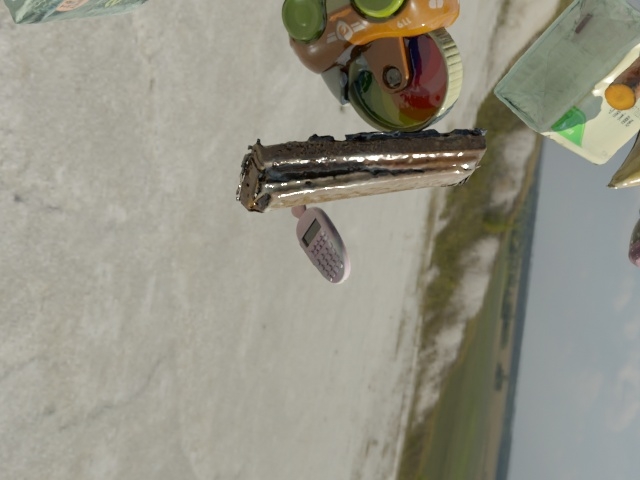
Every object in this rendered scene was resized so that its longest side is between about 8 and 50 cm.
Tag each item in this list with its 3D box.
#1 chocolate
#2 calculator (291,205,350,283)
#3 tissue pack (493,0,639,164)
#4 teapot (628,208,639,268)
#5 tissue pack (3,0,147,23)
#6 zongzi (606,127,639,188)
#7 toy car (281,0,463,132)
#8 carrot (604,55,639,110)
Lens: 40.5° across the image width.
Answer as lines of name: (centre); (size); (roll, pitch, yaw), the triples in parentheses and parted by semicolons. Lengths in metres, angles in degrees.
chocolate: (0.059, -0.084, 1.061); (0.102, 0.330, 0.065); (115, -39, -51)
calculator: (0.000, 0.000, 1.494); (0.024, 0.165, 0.103); (-21, 160, -32)
tissue pack: (0.642, -0.369, 2.014); (0.331, 0.205, 0.405); (-49, 152, 20)
teapot: (0.732, -0.009, 1.846); (0.116, 0.148, 0.145); (115, -11, -62)
tissue pack: (-0.330, -0.441, 1.383); (0.103, 0.228, 0.316); (65, 27, -8)
zongzi: (0.523, -0.168, 1.367); (0.099, 0.198, 0.194); (75, 5, -56)
toy car: (0.081, -0.238, 1.101); (0.145, 0.235, 0.235); (-29, 127, -53)
carrot: (0.576, -0.307, 1.544); (0.224, 0.057, 0.057); (-44, 145, -34)
